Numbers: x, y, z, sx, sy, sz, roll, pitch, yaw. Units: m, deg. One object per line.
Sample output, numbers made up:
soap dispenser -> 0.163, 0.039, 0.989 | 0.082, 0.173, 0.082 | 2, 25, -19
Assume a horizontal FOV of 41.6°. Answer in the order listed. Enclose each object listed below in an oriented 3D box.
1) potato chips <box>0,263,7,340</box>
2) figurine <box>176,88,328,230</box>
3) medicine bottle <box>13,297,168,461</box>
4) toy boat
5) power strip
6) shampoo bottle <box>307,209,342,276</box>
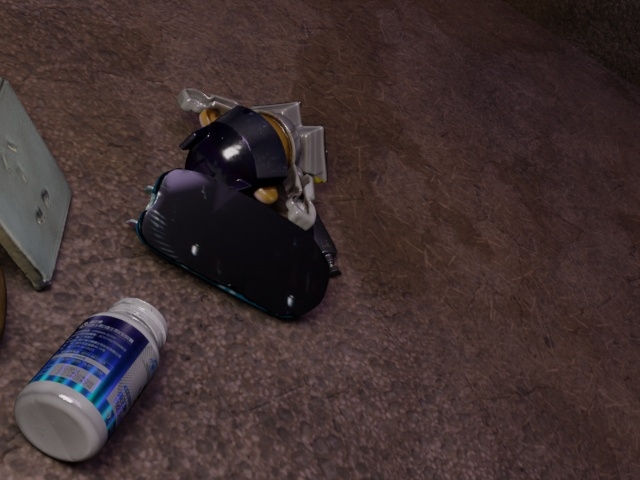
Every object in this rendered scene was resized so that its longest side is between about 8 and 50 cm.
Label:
potato chips -> -0.392, 0.047, 0.896 | 0.195, 0.062, 0.208 | -6, 85, -72
figurine -> -0.111, -0.145, 1.365 | 0.309, 0.143, 0.308 | 18, 25, -9
medicine bottle -> -0.252, 0.151, 0.962 | 0.107, 0.107, 0.191 | 37, 37, -4
toy boat -> -0.128, 0.011, 1.232 | 0.299, 0.092, 0.134 | 31, 71, -24
power strip -> -0.394, -0.067, 1.049 | 0.198, 0.065, 0.213 | -91, 166, -46
shampoo bottle -> 0.000, 0.000, 1.402 | 0.048, 0.027, 0.137 | 4, 50, -36
